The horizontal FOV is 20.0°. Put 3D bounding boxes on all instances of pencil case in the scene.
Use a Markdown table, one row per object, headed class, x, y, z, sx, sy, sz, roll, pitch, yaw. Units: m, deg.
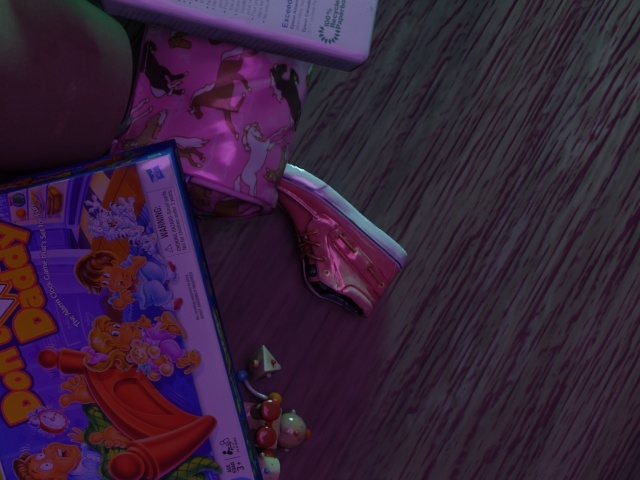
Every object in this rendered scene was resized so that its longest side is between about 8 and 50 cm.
| class | x | y | z | sx | sy | sz | roll | pitch | yaw |
| --- | --- | --- | --- | --- | --- | --- | --- | --- | --- |
| pencil case | -0.091 | -0.215 | 1.760 | 0.167 | 0.160 | 0.386 | 23 | 76 | -50 |

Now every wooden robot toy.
| class | x | y | z | sx | sy | sz | roll | pitch | yaw |
| --- | --- | --- | --- | --- | --- | --- | --- | --- | --- |
| wooden robot toy | -0.043 | 0.194 | 1.783 | 0.079 | 0.076 | 0.173 | 12 | 82 | -27 |

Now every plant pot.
| class | x | y | z | sx | sy | sz | roll | pitch | yaw |
| --- | --- | --- | --- | --- | --- | --- | --- | --- | --- |
| plant pot | -0.302 | -0.161 | 1.657 | 0.229 | 0.263 | 0.263 | 12 | 81 | -33 |

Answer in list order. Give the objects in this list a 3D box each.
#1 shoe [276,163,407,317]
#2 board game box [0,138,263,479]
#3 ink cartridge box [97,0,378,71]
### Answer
| class | x | y | z | sx | sy | sz | roll | pitch | yaw |
| --- | --- | --- | --- | --- | --- | --- | --- | --- | --- |
| shoe | 0.000 | 0.000 | 1.813 | 0.178 | 0.063 | 0.081 | 37 | 70 | -15 |
| board game box | -0.204 | 0.105 | 1.653 | 0.233 | 0.078 | 0.347 | -13 | 104 | 2 |
| ink cartridge box | -0.090 | -0.348 | 1.658 | 0.330 | 0.071 | 0.324 | 13 | 80 | -13 |
